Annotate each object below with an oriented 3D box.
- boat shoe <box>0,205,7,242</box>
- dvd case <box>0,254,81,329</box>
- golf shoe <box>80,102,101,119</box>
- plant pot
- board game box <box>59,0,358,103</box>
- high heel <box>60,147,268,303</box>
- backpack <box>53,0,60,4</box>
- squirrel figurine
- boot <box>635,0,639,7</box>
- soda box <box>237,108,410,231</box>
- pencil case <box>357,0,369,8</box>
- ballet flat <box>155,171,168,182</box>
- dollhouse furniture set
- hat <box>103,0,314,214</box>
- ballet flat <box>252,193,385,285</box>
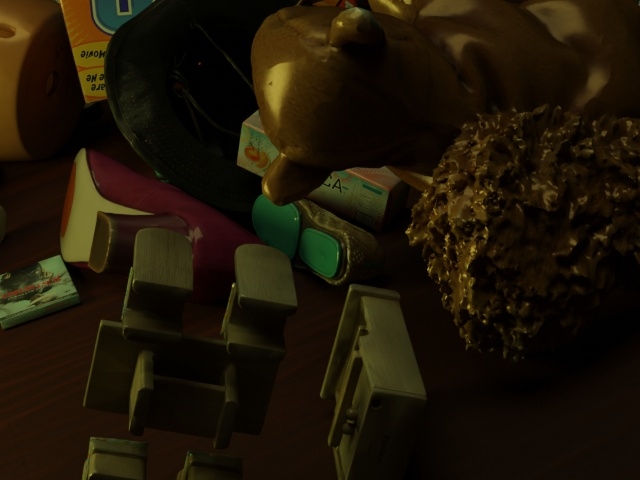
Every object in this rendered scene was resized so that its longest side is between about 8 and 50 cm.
[{"bbox_3d":[-0.406,0.002,1.774,0.043,0.049,0.137,-4,31,25],"label":"boat shoe"},{"bbox_3d":[-0.307,0.054,1.650,0.087,0.013,0.119,-19,26,-11],"label":"dvd case"},{"bbox_3d":[-0.381,-0.236,2.167,0.077,0.094,0.198,-30,48,-29],"label":"golf shoe"},{"bbox_3d":[-0.435,-0.221,2.016,0.203,0.291,0.291,14,33,17],"label":"plant pot"},{"bbox_3d":[-0.153,-0.399,2.013,0.356,0.356,0.356,-12,8,2],"label":"board game box"},{"bbox_3d":[-0.173,-0.009,1.656,0.181,0.127,0.377,9,14,-19],"label":"high heel"},{"bbox_3d":[-0.471,-0.410,2.525,0.188,0.166,0.144,-11,26,15],"label":"backpack"},{"bbox_3d":[0.133,-0.093,1.341,0.370,0.281,0.397,5,37,-43],"label":"squirrel figurine"},{"bbox_3d":[0.351,-0.284,1.913,0.123,0.095,0.258,-14,23,15],"label":"boot"},{"bbox_3d":[0.005,-0.080,1.633,0.183,0.058,0.063,26,40,17],"label":"soda box"},{"bbox_3d":[0.056,-0.391,2.297,0.236,0.104,0.104,-34,31,-33],"label":"pencil case"},{"bbox_3d":[-0.116,-0.158,1.905,0.247,0.087,0.083,-30,28,-31],"label":"ballet flat"},{"bbox_3d":[-0.056,0.103,1.198,0.242,0.212,0.161,10,24,-11],"label":"dollhouse furniture set"},{"bbox_3d":[-0.104,-0.142,1.779,0.331,0.331,0.134,-33,-12,-35],"label":"hat"},{"bbox_3d":[0.000,0.000,1.562,0.067,0.073,0.206,5,17,-30],"label":"ballet flat"}]
